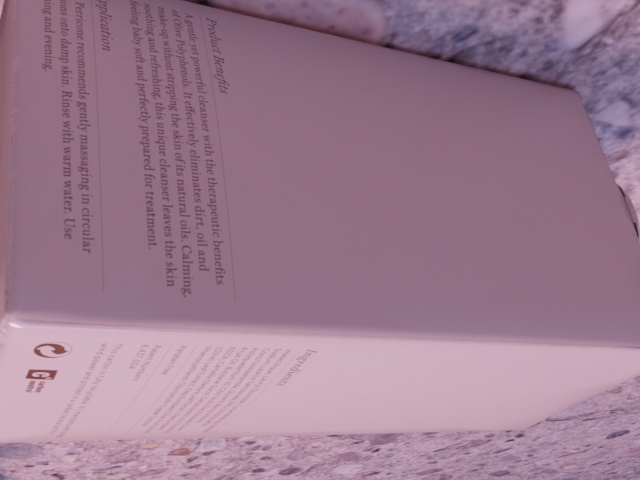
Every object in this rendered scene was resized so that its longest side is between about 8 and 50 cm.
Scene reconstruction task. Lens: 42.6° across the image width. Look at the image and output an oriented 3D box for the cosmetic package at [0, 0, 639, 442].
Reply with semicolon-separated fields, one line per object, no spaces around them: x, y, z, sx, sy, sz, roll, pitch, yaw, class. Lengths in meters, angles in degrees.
0.000;0.000;0.472;0.365;0.197;0.155;8;146;-28;cosmetic package
